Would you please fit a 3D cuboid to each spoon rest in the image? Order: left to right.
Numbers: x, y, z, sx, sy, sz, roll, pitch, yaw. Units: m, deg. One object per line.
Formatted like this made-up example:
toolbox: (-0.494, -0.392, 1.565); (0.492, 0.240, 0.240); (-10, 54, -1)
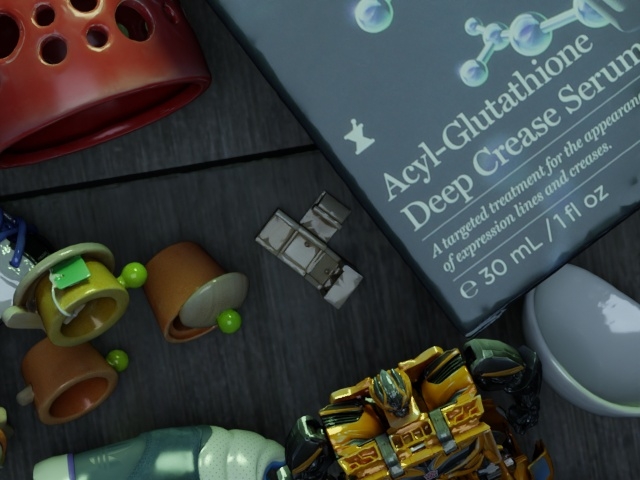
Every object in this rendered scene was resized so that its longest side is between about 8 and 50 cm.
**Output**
spoon rest: (0.265, 0.109, 1.140); (0.276, 0.137, 0.084); (33, 129, -25)

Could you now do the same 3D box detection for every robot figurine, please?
robot figurine: (0.089, 0.177, 1.103); (0.211, 0.291, 0.085); (-26, 57, 2)

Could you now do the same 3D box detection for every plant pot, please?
plant pot: (-0.199, -0.166, 1.115); (0.191, 0.191, 0.174); (-20, 86, 2)

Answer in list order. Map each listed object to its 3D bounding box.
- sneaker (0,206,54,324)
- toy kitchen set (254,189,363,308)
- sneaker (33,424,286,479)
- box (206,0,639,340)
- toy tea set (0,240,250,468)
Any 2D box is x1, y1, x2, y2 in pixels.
sneaker: (-0.304, -0.020, 1.164); (0.182, 0.127, 0.315); (0, 102, -4)
toy kitchen set: (0.000, 0.000, 1.180); (0.083, 0.075, 0.068); (37, 93, -7)
sneaker: (-0.102, 0.307, 1.182); (0.236, 0.130, 0.322); (-7, 104, -9)
box: (0.102, -0.177, 1.098); (0.293, 0.212, 0.395); (-38, 93, 4)
toy tea set: (-0.200, 0.118, 1.125); (0.336, 0.200, 0.124); (-36, 65, -1)
